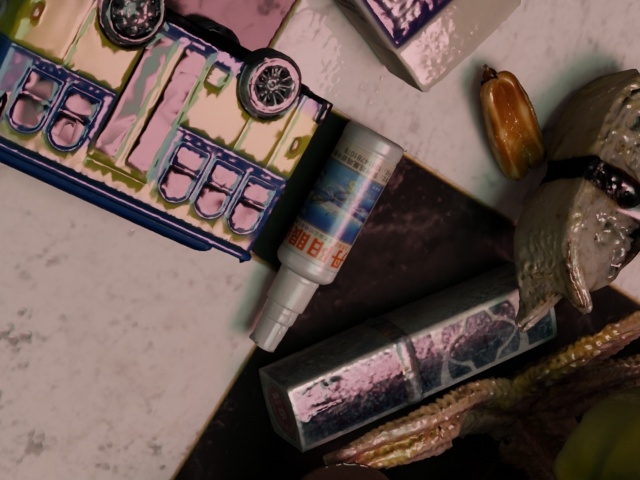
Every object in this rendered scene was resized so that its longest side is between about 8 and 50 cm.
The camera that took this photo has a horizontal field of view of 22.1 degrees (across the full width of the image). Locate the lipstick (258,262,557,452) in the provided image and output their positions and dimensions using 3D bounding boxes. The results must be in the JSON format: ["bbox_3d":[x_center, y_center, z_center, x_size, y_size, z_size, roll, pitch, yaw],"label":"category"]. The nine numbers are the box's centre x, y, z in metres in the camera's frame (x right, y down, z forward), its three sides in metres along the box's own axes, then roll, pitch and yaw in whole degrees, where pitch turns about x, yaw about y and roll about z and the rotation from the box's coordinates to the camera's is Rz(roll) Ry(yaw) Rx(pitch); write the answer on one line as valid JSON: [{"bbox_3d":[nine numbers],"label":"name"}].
[{"bbox_3d":[0.087,0.104,1.535,0.289,0.076,0.077,-23,111,-22],"label":"lipstick"}]

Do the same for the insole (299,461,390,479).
[{"bbox_3d":[0.059,0.280,1.553,0.111,0.007,0.328,-17,144,11],"label":"insole"}]

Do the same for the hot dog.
[{"bbox_3d":[0.175,-0.111,1.522,0.056,0.041,0.133,-34,130,-12],"label":"hot dog"}]

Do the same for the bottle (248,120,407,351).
[{"bbox_3d":[0.000,0.000,1.457,0.060,0.060,0.217,24,98,-33],"label":"bottle"}]

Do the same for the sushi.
[{"bbox_3d":[0.244,-0.046,1.514,0.273,0.134,0.109,-45,121,-14],"label":"sushi"}]

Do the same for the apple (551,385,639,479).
[{"bbox_3d":[0.309,0.297,1.483,0.295,0.233,0.258,-46,136,17],"label":"apple"}]

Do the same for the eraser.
[{"bbox_3d":[0.043,-0.265,1.357,0.124,0.081,0.279,-44,123,-6],"label":"eraser"}]

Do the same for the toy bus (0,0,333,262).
[{"bbox_3d":[-0.155,-0.115,1.278,0.287,0.138,0.175,25,96,-34],"label":"toy bus"}]

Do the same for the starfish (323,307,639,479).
[{"bbox_3d":[0.248,0.172,1.588,0.384,0.132,0.398,-33,135,14],"label":"starfish"}]
